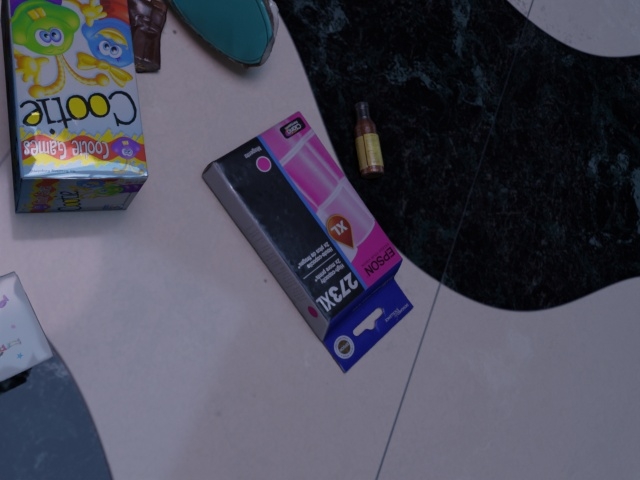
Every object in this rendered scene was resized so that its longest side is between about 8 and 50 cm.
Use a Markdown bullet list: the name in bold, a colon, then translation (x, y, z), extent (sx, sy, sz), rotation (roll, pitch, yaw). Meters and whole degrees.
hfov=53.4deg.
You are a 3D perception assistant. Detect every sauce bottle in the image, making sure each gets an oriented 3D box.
- **sauce bottle**: translation (0.079, -0.168, 1.067), extent (0.042, 0.042, 0.128), rotation (0, 77, -28)

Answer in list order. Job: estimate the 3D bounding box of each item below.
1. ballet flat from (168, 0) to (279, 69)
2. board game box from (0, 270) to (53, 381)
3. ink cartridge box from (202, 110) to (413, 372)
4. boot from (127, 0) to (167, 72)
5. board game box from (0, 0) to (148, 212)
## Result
- **ballet flat**: translation (-0.202, -0.444, 0.956), extent (0.409, 0.147, 0.147), rotation (45, 61, -10)
- **board game box**: translation (-0.433, 0.144, 0.606), extent (0.303, 0.224, 0.097), rotation (-25, 91, -30)
- **ink cartridge box**: translation (0.000, 0.000, 0.969), extent (0.176, 0.069, 0.370), rotation (-38, 97, -30)
- **boot**: translation (-0.279, -0.306, 0.927), extent (0.107, 0.037, 0.114), rotation (12, 75, -22)
- **board game box**: translation (-0.317, -0.187, 0.807), extent (0.142, 0.144, 0.275), rotation (-3, 78, -29)
